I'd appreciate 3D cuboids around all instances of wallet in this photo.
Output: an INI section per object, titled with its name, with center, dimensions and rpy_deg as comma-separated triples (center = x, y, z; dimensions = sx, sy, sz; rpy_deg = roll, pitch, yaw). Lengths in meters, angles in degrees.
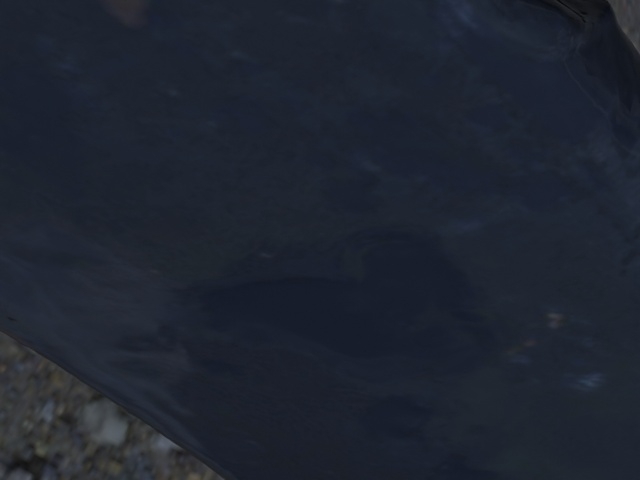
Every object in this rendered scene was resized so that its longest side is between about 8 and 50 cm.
[wallet]
center = 0.000, 0.000, 0.445
dimensions = 0.197, 0.051, 0.377
rpy_deg = -15, 146, 28
